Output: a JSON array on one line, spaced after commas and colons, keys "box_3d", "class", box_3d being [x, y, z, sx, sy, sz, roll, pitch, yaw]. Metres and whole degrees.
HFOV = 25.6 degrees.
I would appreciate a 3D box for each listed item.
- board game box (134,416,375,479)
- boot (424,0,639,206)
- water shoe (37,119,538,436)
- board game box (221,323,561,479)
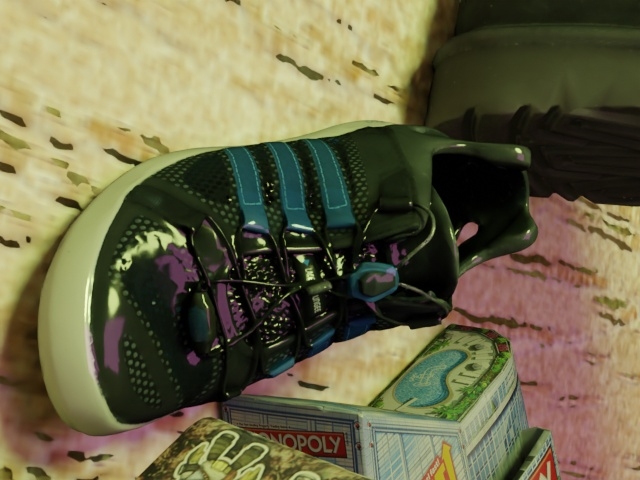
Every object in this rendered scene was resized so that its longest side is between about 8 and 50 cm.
[{"box_3d": [-0.035, 0.227, 0.290, 0.291, 0.141, 0.232, -43, 127, -31], "class": "board game box"}, {"box_3d": [0.251, -0.230, 0.564, 0.146, 0.367, 0.445, 59, 41, -72], "class": "boot"}, {"box_3d": [0.000, 0.000, 0.435, 0.203, 0.080, 0.072, -31, 116, -51], "class": "water shoe"}, {"box_3d": [0.036, 0.118, 0.514, 0.194, 0.060, 0.194, -39, 124, -48], "class": "board game box"}]
